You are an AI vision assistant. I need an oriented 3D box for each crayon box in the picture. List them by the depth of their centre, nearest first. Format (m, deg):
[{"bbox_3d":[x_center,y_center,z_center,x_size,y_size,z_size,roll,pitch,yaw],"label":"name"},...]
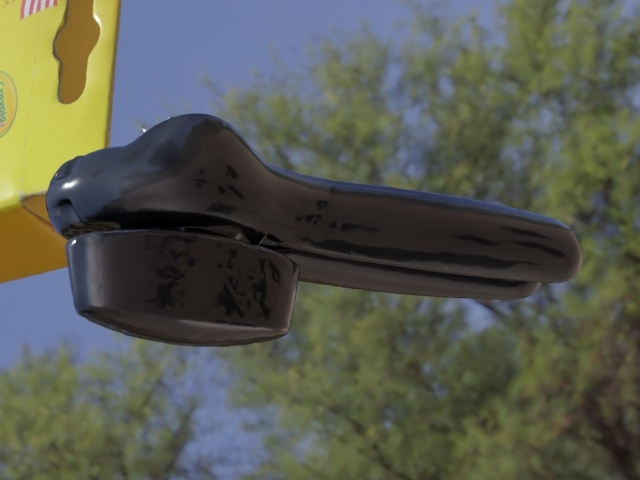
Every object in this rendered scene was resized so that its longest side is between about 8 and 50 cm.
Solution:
[{"bbox_3d":[-0.233,-0.069,1.067,0.081,0.318,0.202,39,-135,-50],"label":"crayon box"}]

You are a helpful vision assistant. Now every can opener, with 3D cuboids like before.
[{"bbox_3d":[0.000,0.000,0.571,0.186,0.059,0.073,5,-97,-32],"label":"can opener"}]
